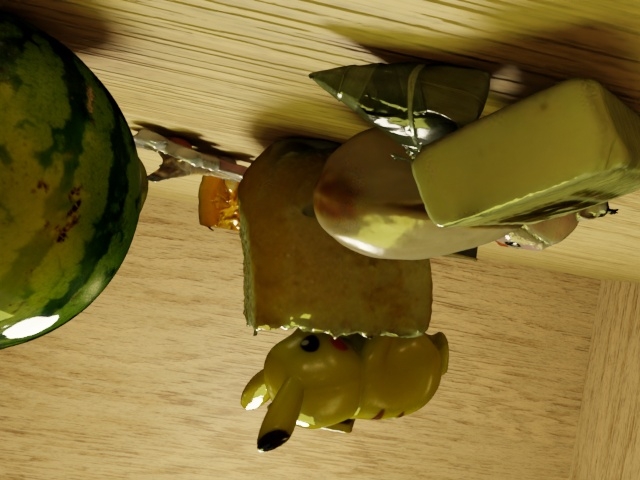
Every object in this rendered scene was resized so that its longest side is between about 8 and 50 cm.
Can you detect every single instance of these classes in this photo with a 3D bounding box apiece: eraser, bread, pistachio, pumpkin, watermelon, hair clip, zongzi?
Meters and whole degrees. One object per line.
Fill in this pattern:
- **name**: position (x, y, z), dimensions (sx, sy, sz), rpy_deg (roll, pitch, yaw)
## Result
- **eraser**: position (0.155, -0.049, 0.360), dimensions (0.117, 0.058, 0.172), rpy_deg (-21, 169, 39)
- **bread**: position (-0.001, -0.005, 0.788), dimensions (0.239, 0.264, 0.395), rpy_deg (-2, 180, -8)
- **pistachio**: position (0.099, -0.046, 0.506), dimensions (0.215, 0.144, 0.144), rpy_deg (-4, 180, -7)
- **pumpkin**: position (-0.112, -0.063, 1.145), dimensions (0.190, 0.139, 0.280), rpy_deg (14, -177, 30)
- **watermelon**: position (-0.293, -0.045, 0.420), dimensions (0.285, 0.285, 0.285), rpy_deg (10, 178, 0)
- **hair clip**: position (-0.201, -0.126, 0.863), dimensions (0.146, 0.075, 0.257), rpy_deg (12, -174, 32)
- **zongzi**: position (0.055, -0.094, 0.390), dimensions (0.119, 0.055, 0.109), rpy_deg (9, 170, 7)

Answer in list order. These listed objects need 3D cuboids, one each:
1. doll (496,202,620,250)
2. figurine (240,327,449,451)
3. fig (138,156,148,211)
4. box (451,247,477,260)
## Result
- **doll**: position (0.261, -0.033, 0.687), dimensions (0.149, 0.095, 0.192), rpy_deg (4, 178, -11)
- **figurine**: position (0.029, 0.209, 0.806), dimensions (0.326, 0.169, 0.218), rpy_deg (2, 174, -25)
- **fig**: position (-0.424, -0.105, 0.964), dimensions (0.191, 0.181, 0.181), rpy_deg (35, -169, 29)
- **box**: position (0.293, -0.011, 1.309), dimensions (0.200, 0.090, 0.144), rpy_deg (11, 178, -34)
